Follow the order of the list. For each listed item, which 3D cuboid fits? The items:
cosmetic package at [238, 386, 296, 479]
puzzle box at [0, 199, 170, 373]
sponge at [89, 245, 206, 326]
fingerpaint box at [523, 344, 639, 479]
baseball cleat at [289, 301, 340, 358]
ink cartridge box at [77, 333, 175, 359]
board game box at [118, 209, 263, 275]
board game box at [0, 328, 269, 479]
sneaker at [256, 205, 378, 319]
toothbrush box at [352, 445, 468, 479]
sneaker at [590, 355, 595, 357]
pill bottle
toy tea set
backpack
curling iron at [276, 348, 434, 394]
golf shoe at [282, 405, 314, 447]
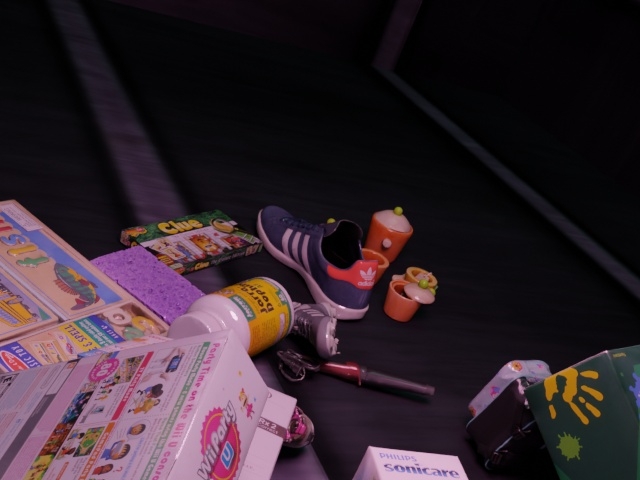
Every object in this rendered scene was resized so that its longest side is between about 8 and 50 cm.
[{"bbox_3d":[-0.136,0.264,0.952,0.151,0.151,0.184,23,25,0],"label":"cosmetic package"},{"bbox_3d":[-0.449,0.079,1.184,0.409,0.052,0.272,34,28,23],"label":"puzzle box"},{"bbox_3d":[-0.273,0.084,1.338,0.210,0.031,0.117,34,28,22],"label":"sponge"},{"bbox_3d":[0.557,0.337,1.180,0.444,0.163,0.371,0,62,-39],"label":"fingerpaint box"},{"bbox_3d":[-0.021,0.150,1.346,0.109,0.072,0.206,0,6,1],"label":"baseball cleat"},{"bbox_3d":[-0.236,0.184,1.070,0.092,0.090,0.143,8,13,38],"label":"ink cartridge box"},{"bbox_3d":[-0.240,0.002,1.529,0.136,0.030,0.259,32,27,25],"label":"board game box"},{"bbox_3d":[-0.226,0.210,0.765,0.303,0.097,0.224,-13,30,22],"label":"board game box"},{"bbox_3d":[0.000,0.000,1.583,0.131,0.148,0.350,-2,34,-41],"label":"sneaker"},{"bbox_3d":[0.100,0.392,0.832,0.122,0.206,0.283,12,28,-19],"label":"toothbrush box"},{"bbox_3d":[0.532,0.278,1.539,0.252,0.103,0.111,11,23,-36],"label":"sneaker"},{"bbox_3d":[-0.138,0.131,1.237,0.117,0.118,0.208,32,23,20],"label":"pill bottle"},{"bbox_3d":[0.153,0.029,1.675,0.200,0.124,0.336,3,31,-36],"label":"toy tea set"},{"bbox_3d":[0.344,0.281,1.290,0.188,0.166,0.144,12,37,-27],"label":"backpack"},{"bbox_3d":[0.058,0.225,1.318,0.274,0.035,0.068,14,20,-14],"label":"curling iron"},{"bbox_3d":[-0.094,0.247,1.142,0.186,0.067,0.086,21,-19,25],"label":"golf shoe"}]
